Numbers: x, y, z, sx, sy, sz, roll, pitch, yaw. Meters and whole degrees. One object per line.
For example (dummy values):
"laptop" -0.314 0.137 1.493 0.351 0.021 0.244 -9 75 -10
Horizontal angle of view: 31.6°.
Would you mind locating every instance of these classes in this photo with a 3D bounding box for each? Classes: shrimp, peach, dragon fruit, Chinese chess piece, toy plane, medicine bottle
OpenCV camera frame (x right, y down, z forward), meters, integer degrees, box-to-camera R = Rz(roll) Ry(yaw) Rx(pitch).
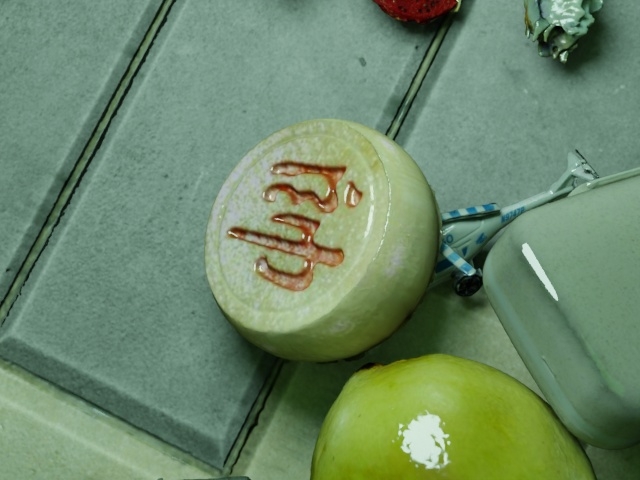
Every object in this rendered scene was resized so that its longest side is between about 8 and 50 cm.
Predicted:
"shrimp" 0.347 -0.348 1.315 0.287 0.068 0.185 -31 48 17
"peach" 0.126 0.275 1.135 0.314 0.281 0.315 -1 70 12
"dragon fruit" 0.110 -0.311 1.367 0.162 0.083 0.106 -21 95 -17
"Chinese chess piece" 0.000 0.000 1.238 0.270 0.112 0.270 -15 62 31
"toy plane" 0.174 -0.015 1.296 0.273 0.107 0.182 -35 41 -13
"medicine bottle" 0.365 0.050 1.157 0.375 0.123 0.282 -16 62 -25

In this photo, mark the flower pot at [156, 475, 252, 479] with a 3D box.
"flower pot" -0.120 0.372 1.230 0.108 0.103 0.229 -5 77 5
